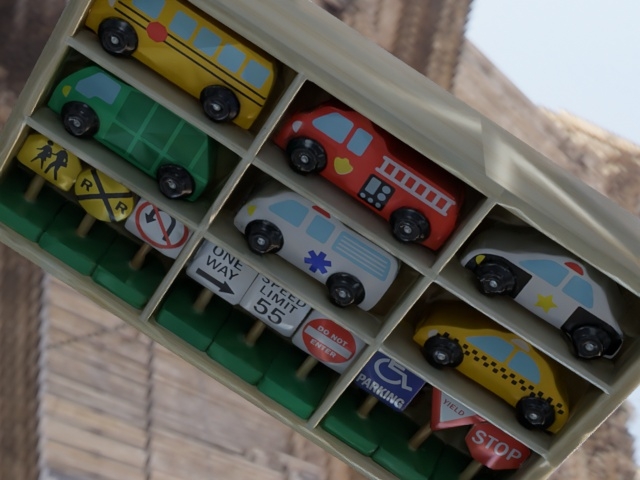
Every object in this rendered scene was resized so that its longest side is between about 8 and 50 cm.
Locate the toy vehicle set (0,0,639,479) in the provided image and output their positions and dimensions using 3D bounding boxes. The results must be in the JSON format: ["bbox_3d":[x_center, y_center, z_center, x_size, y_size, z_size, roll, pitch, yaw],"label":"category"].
[{"bbox_3d":[0.000,0.000,0.719,0.267,0.035,0.166,33,-51,-3],"label":"toy vehicle set"}]
